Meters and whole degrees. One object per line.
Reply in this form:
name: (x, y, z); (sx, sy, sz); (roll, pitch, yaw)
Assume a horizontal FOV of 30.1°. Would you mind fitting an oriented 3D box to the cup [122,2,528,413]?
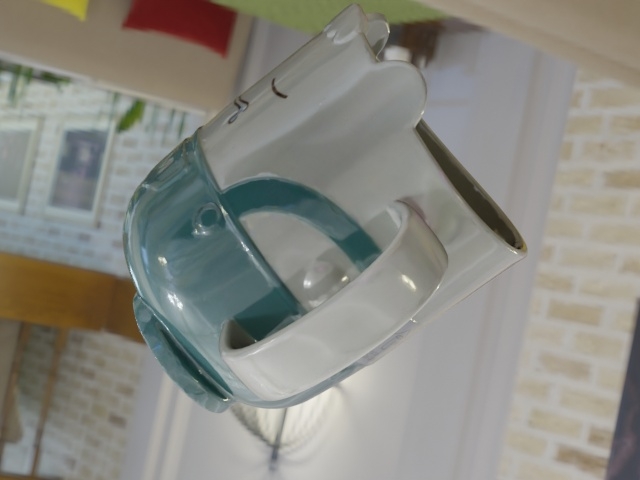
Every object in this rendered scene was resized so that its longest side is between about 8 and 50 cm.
cup: (0.000, 0.000, 0.843); (0.219, 0.257, 0.290); (49, -169, -22)
